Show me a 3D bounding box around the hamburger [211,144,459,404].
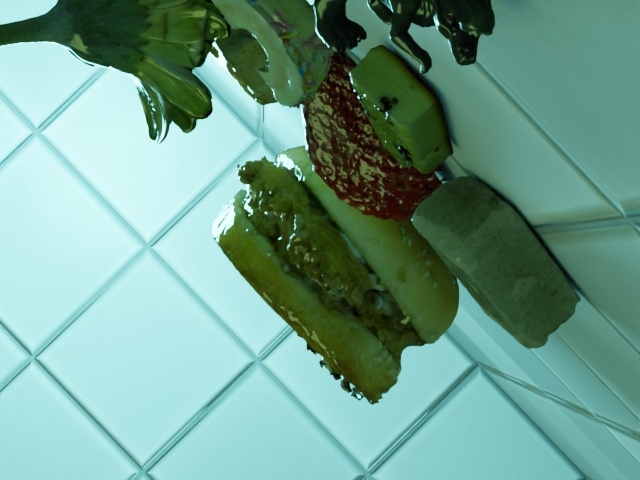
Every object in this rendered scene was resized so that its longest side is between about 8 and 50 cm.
[{"bbox_3d":[0.000,0.000,2.008,0.445,0.268,0.287,50,-178,40],"label":"hamburger"}]

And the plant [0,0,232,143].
[{"bbox_3d":[-0.233,-0.280,1.562,0.297,0.261,0.306,1,-117,-54],"label":"plant"}]

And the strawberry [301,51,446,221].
[{"bbox_3d":[0.048,-0.098,1.532,0.236,0.107,0.175,47,177,-5],"label":"strawberry"}]

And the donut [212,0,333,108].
[{"bbox_3d":[-0.038,-0.215,1.393,0.108,0.065,0.166,11,137,57],"label":"donut"}]

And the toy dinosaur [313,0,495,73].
[{"bbox_3d":[0.052,-0.203,0.850,0.187,0.087,0.179,27,132,29],"label":"toy dinosaur"}]

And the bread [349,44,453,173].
[{"bbox_3d":[0.085,-0.114,1.317,0.088,0.049,0.226,45,178,18],"label":"bread"}]

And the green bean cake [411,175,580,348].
[{"bbox_3d":[0.185,0.022,1.414,0.179,0.085,0.109,49,178,-32],"label":"green bean cake"}]

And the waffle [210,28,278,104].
[{"bbox_3d":[-0.175,-0.334,1.820,0.348,0.077,0.304,46,178,12],"label":"waffle"}]
